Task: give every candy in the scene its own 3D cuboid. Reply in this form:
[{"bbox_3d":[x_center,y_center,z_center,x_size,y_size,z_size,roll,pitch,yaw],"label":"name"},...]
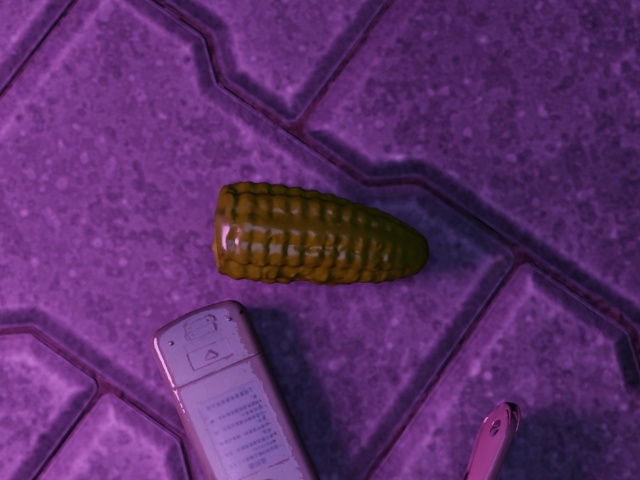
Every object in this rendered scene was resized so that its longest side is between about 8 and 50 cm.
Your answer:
[{"bbox_3d":[0.000,0.000,1.849,0.209,0.097,0.096,7,78,-9],"label":"candy"}]

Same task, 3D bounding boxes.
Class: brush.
[{"bbox_3d":[0.134,0.299,1.811,0.067,0.072,0.313,27,74,-21],"label":"brush"}]

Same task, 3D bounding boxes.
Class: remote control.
[{"bbox_3d":[-0.074,0.173,1.834,0.098,0.038,0.233,-23,81,-7],"label":"remote control"}]
